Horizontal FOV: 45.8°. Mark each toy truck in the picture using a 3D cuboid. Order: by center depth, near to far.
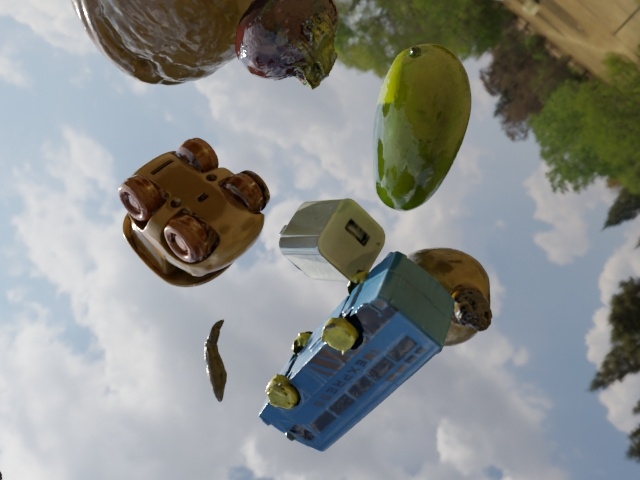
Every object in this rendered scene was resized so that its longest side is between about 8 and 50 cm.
[{"bbox_3d":[0.046,0.194,1.242,0.162,0.385,0.161,37,-144,-4],"label":"toy truck"},{"bbox_3d":[-0.241,-0.049,1.401,0.288,0.212,0.204,36,-124,19],"label":"toy truck"}]

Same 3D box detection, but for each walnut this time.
[{"bbox_3d":[-0.255,-0.407,1.220,0.332,0.333,0.333,34,-156,-17],"label":"walnut"}]

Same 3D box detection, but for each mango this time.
[{"bbox_3d":[0.159,-0.180,1.223,0.149,0.273,0.185,14,-175,12],"label":"mango"}]

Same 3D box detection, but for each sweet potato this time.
[{"bbox_3d":[-0.197,0.224,1.414,0.041,0.153,0.038,-3,177,0],"label":"sweet potato"}]

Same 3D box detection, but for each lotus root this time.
[{"bbox_3d":[0.223,0.103,1.354,0.182,0.183,0.310,36,174,-12],"label":"lotus root"}]

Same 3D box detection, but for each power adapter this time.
[{"bbox_3d":[0.000,0.000,1.425,0.130,0.125,0.205,42,158,-29],"label":"power adapter"}]

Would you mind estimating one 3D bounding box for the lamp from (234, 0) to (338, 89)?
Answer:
[{"bbox_3d":[-0.039,-0.280,1.048,0.135,0.156,0.157,45,-144,-30],"label":"lamp"}]

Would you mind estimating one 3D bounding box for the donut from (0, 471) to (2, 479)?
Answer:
[{"bbox_3d":[-0.612,0.419,1.301,0.126,0.186,0.144,27,-134,-21],"label":"donut"}]
